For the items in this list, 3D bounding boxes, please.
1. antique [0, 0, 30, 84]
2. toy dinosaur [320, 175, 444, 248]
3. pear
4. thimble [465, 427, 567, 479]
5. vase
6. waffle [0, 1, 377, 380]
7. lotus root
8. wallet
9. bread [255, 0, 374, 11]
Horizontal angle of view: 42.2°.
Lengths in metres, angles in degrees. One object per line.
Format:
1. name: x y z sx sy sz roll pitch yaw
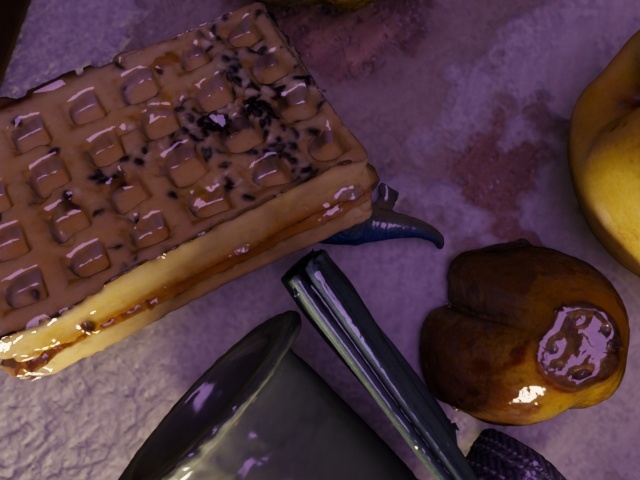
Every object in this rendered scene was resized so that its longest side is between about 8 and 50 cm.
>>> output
1. antique: -0.359 -0.249 0.848 0.093 0.087 0.310 17 86 -3
2. toy dinosaur: 0.000 0.000 0.892 0.247 0.075 0.188 30 94 -9
3. pear: 0.405 -0.078 0.810 0.314 0.314 0.314 0 86 -6
4. thimble: 0.201 0.249 0.864 0.095 0.104 0.066 45 76 -28
5. vase: -0.015 0.252 0.786 0.245 0.245 0.291 -45 96 -7
6. waffle: -0.161 -0.055 0.784 0.376 0.114 0.261 -25 58 -10
7. lotus root: 0.211 0.098 0.841 0.199 0.180 0.188 -12 92 -7
8. wallet: 0.056 0.117 0.766 0.054 0.290 0.251 -39 92 -3
9. bread: -0.002 -0.322 0.835 0.246 0.195 0.176 -10 81 -5
